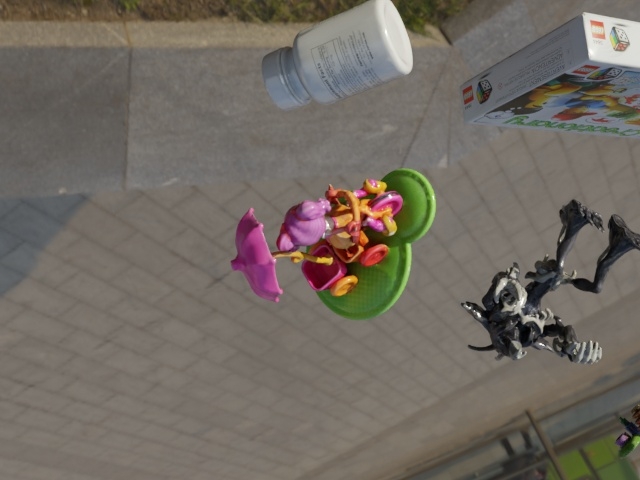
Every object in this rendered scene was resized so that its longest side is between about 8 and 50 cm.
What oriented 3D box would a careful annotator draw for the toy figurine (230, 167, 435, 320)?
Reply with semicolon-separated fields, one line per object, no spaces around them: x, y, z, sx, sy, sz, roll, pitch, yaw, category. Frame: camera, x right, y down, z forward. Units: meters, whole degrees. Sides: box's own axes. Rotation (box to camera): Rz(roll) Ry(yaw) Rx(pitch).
0.000;0.000;0.661;0.159;0.130;0.173;1;141;-50;toy figurine

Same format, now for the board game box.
0.338;-0.173;0.826;0.305;0.053;0.193;0;171;-26;board game box

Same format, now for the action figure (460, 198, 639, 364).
0.297;0.082;0.978;0.164;0.141;0.276;28;116;-6;action figure

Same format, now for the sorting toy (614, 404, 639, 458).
0.516;0.310;1.221;0.102;0.042;0.061;-49;162;1;sorting toy

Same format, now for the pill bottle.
0.025;-0.298;1.214;0.229;0.131;0.131;-16;149;25;pill bottle
